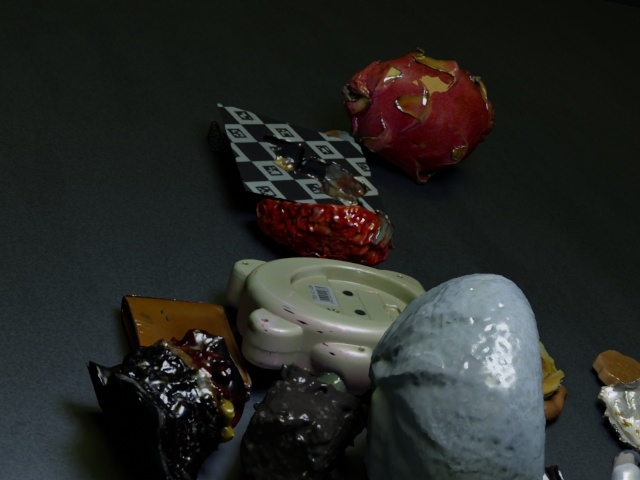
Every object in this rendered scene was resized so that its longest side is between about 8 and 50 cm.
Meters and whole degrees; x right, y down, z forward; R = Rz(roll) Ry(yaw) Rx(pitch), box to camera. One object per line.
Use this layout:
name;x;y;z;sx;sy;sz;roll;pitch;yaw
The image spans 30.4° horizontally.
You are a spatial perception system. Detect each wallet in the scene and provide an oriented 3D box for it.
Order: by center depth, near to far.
wallet;-0.187;0.146;1.618;0.161;0.042;0.195;10;28;-28

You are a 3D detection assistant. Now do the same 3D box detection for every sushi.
sushi;-0.171;0.190;1.436;0.150;0.153;0.172;-25;29;-27
sushi;-0.042;-0.118;2.113;0.292;0.059;0.294;14;32;-21

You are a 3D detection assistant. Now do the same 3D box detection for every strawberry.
strawberry;0.000;0.000;1.921;0.237;0.111;0.190;6;-5;19

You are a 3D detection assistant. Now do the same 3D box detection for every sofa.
sofa;-0.148;-0.188;2.203;0.118;0.039;0.060;8;31;-22

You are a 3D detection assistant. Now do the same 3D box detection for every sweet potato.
sweet potato;0.338;0.253;1.769;0.044;0.044;0.179;36;34;25

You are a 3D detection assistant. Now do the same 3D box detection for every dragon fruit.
dragon fruit;0.202;-0.244;2.317;0.315;0.250;0.250;33;16;-40

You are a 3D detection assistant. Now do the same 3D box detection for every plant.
plant;-0.019;0.233;1.476;0.143;0.131;0.203;22;15;6

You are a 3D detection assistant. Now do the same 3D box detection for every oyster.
oyster;0.485;0.278;1.800;0.103;0.051;0.148;-10;39;9

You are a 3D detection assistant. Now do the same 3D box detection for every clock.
clock;0.028;0.119;1.696;0.310;0.114;0.284;8;23;-16

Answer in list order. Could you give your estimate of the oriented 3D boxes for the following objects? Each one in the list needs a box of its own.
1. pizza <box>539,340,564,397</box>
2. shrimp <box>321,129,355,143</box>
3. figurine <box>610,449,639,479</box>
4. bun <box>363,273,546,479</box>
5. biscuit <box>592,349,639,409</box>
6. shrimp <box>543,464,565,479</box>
pizza;0.289;0.181;1.829;0.181;0.034;0.262;10;25;11
shrimp;0.052;-0.152;2.264;0.166;0.049;0.161;35;35;21
figurine;0.496;0.325;1.566;0.222;0.145;0.145;-7;24;18
bun;0.159;0.214;1.415;0.211;0.361;0.362;5;29;6
biscuit;0.541;0.259;1.889;0.236;0.040;0.144;37;26;30
shrimp;0.290;0.340;1.571;0.145;0.059;0.254;13;30;-18
